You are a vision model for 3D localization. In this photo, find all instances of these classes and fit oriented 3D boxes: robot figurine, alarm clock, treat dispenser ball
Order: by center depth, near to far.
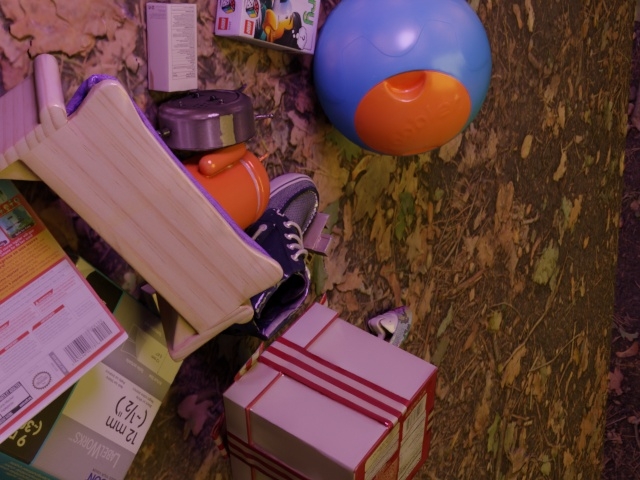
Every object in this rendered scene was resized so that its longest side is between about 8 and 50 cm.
[{"bbox_3d":[-0.168,-0.160,1.274,0.192,0.129,0.064,-27,122,-37],"label":"alarm clock"},{"bbox_3d":[-0.157,-0.057,1.323,0.219,0.128,0.158,-34,121,-46],"label":"robot figurine"},{"bbox_3d":[0.131,-0.280,1.538,0.288,0.288,0.288,-23,118,-52],"label":"treat dispenser ball"}]

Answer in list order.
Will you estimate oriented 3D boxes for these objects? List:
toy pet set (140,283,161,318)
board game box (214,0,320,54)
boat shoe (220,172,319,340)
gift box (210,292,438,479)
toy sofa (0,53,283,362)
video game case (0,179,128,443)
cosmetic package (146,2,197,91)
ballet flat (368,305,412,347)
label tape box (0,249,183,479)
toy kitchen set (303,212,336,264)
[{"bbox_3d":[-0.185,0.075,1.331,0.114,0.122,0.065,-31,119,-25],"label":"toy pet set"},{"bbox_3d":[-0.063,-0.442,1.409,0.193,0.053,0.305,-3,102,-57],"label":"board game box"},{"bbox_3d":[-0.059,0.025,1.463,0.340,0.158,0.127,-52,139,-34],"label":"boat shoe"},{"bbox_3d":[0.009,0.247,1.394,0.255,0.258,0.276,-40,143,-42],"label":"gift box"},{"bbox_3d":[-0.211,-0.045,1.098,0.177,0.150,0.362,-36,125,5],"label":"toy sofa"},{"bbox_3d":[-0.359,0.048,1.002,0.285,0.025,0.204,55,48,-7],"label":"video game case"},{"bbox_3d":[-0.198,-0.259,1.273,0.060,0.041,0.115,-18,114,-54],"label":"cosmetic package"},{"bbox_3d":[0.112,0.203,1.867,0.079,0.076,0.222,47,60,-29],"label":"ballet flat"},{"bbox_3d":[-0.330,0.215,1.156,0.249,0.115,0.348,49,58,-50],"label":"label tape box"},{"bbox_3d":[0.000,0.000,1.612,0.075,0.083,0.068,49,60,-51],"label":"toy kitchen set"}]
